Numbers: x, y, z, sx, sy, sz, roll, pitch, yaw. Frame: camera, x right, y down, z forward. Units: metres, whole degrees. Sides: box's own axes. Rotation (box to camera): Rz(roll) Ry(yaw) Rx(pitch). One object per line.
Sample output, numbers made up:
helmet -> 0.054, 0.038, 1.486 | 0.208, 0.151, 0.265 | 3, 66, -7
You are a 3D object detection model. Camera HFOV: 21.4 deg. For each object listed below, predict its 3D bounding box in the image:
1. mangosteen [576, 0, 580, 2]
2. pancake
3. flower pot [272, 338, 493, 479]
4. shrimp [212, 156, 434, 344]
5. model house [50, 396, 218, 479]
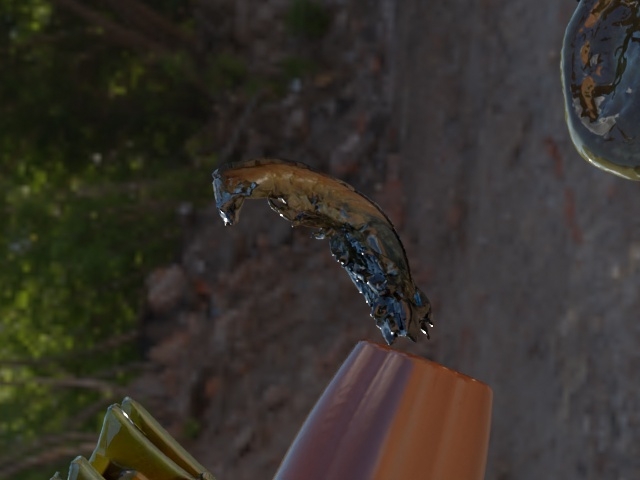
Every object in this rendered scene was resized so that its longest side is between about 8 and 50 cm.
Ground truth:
mangosteen -> 0.420, -0.282, 1.978 | 0.243, 0.243, 0.243 | -176, 90, -86
pancake -> 0.317, -0.178, 1.602 | 0.050, 0.242, 0.242 | 28, -123, -50
flower pot -> 0.064, 0.185, 1.441 | 0.190, 0.190, 0.173 | 146, 147, -84
shrimp -> 0.000, 0.000, 1.705 | 0.054, 0.222, 0.290 | -58, 41, 24
model house -> -0.184, 0.271, 1.316 | 0.242, 0.357, 0.313 | -55, -42, -61
